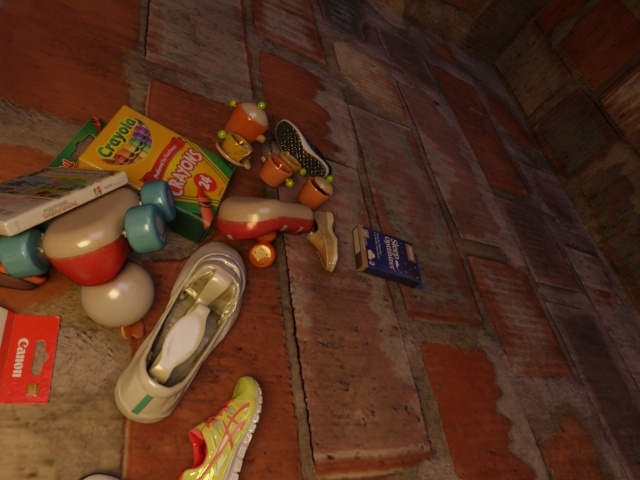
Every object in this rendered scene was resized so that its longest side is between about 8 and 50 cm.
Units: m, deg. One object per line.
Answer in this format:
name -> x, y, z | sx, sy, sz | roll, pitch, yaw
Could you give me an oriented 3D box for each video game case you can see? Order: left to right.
video game case -> -0.465, -0.071, 0.765 | 0.206, 0.227, 0.026 | -43, 132, -49

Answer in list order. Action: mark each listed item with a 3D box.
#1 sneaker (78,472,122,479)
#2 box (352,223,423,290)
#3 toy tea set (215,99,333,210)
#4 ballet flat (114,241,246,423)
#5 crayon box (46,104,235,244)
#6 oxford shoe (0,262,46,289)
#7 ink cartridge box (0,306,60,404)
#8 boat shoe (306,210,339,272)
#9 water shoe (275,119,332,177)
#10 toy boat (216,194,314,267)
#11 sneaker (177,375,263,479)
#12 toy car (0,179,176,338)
sneaker -> -0.205, 0.390, 0.603 | 0.270, 0.145, 0.090 | 46, 41, 4
box -> 0.192, 0.048, 1.285 | 0.225, 0.036, 0.136 | 19, 47, -27
toy tea set -> -0.096, -0.216, 1.165 | 0.336, 0.124, 0.200 | 30, 24, -32
ballet flat -> -0.209, 0.124, 0.834 | 0.139, 0.139, 0.400 | 34, 42, -11
crayon box -> -0.356, -0.149, 0.985 | 0.319, 0.081, 0.202 | 27, 44, -17
oxford shoe -> -0.552, 0.036, 0.689 | 0.271, 0.098, 0.097 | 24, 6, -38
ink cartridge box -> -0.473, 0.156, 0.668 | 0.179, 0.045, 0.145 | 10, 52, -29
boat shoe -> 0.000, 0.000, 1.161 | 0.072, 0.068, 0.190 | 9, 40, -17
water shoe -> -0.049, -0.249, 1.333 | 0.203, 0.073, 0.080 | 52, 20, 4
toy boat -> -0.121, -0.015, 1.025 | 0.231, 0.151, 0.151 | 3, 95, -59
sneaker -> -0.159, 0.304, 0.762 | 0.094, 0.081, 0.208 | 29, 44, -12
toy car -> -0.338, 0.050, 0.784 | 0.219, 0.237, 0.210 | -12, 27, -3
